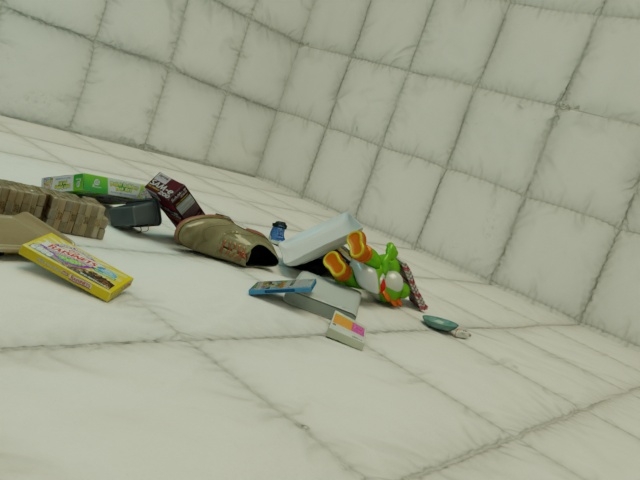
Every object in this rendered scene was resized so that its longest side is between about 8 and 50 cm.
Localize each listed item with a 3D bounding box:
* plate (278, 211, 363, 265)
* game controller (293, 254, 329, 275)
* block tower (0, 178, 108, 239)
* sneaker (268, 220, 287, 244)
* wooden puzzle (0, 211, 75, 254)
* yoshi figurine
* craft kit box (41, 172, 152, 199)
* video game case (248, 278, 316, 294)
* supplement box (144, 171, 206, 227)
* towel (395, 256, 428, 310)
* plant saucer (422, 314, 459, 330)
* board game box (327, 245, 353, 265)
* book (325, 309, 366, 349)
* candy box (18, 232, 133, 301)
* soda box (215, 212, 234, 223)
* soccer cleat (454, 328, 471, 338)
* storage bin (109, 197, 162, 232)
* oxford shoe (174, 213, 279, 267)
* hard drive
[{"bbox_3d":[0.000,0.000,2.097,0.278,0.045,0.277,-25,16,-2],"label":"plate"},{"bbox_3d":[-0.038,0.056,2.268,0.166,0.067,0.319,19,8,-4],"label":"game controller"},{"bbox_3d":[-0.711,-0.083,1.577,0.335,0.091,0.097,12,11,-42],"label":"block tower"},{"bbox_3d":[-0.163,-0.033,2.471,0.058,0.084,0.152,17,9,-15],"label":"sneaker"},{"bbox_3d":[-0.694,-0.011,1.358,0.221,0.044,0.239,25,15,29],"label":"wooden puzzle"},{"bbox_3d":[0.163,0.089,2.066,0.203,0.203,0.362,4,-21,40],"label":"yoshi figurine"},{"bbox_3d":[-0.680,-0.155,1.931,0.247,0.061,0.250,-3,-8,40],"label":"craft kit box"},{"bbox_3d":[-0.099,0.124,1.686,0.166,0.015,0.119,-3,7,7],"label":"video game case"},{"bbox_3d":[-0.418,-0.088,1.911,0.130,0.073,0.239,26,-24,38],"label":"supplement box"},{"bbox_3d":[0.311,0.144,2.206,0.029,0.197,0.144,-26,14,-5],"label":"towel"},{"bbox_3d":[0.383,0.267,2.017,0.119,0.021,0.119,13,5,-1],"label":"plant saucer"},{"bbox_3d":[0.091,0.067,2.289,0.165,0.042,0.243,43,8,24],"label":"board game box"},{"bbox_3d":[0.068,0.227,1.584,0.096,0.035,0.144,23,9,3],"label":"book"},{"bbox_3d":[-0.500,0.053,1.296,0.206,0.027,0.105,28,15,2],"label":"candy box"},{"bbox_3d":[-0.348,-0.050,2.280,0.060,0.053,0.169,16,10,-23],"label":"soda box"},{"bbox_3d":[0.453,0.298,1.999,0.036,0.029,0.083,21,3,35],"label":"soccer cleat"},{"bbox_3d":[-0.547,-0.069,1.840,0.135,0.098,0.091,-1,9,32],"label":"storage bin"},{"bbox_3d":[-0.269,0.008,1.895,0.348,0.123,0.130,11,18,-41],"label":"oxford shoe"},{"bbox_3d":[0.014,0.162,1.832,0.203,0.040,0.307,20,8,3],"label":"hard drive"}]
